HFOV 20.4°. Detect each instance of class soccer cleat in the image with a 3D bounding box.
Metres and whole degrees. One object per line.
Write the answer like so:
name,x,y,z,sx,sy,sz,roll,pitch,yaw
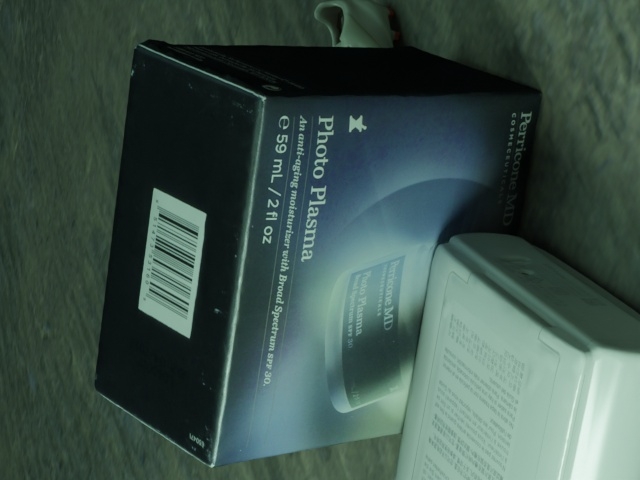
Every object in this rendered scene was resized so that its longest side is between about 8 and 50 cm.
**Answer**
soccer cleat,0.048,-0.149,1.636,0.068,0.076,0.196,115,146,-41

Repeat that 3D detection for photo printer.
photo printer,0.152,0.177,1.353,0.256,0.107,0.308,-140,55,-60

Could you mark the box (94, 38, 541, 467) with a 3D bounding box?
box,0.000,0.000,1.444,0.182,0.294,0.296,26,113,46
